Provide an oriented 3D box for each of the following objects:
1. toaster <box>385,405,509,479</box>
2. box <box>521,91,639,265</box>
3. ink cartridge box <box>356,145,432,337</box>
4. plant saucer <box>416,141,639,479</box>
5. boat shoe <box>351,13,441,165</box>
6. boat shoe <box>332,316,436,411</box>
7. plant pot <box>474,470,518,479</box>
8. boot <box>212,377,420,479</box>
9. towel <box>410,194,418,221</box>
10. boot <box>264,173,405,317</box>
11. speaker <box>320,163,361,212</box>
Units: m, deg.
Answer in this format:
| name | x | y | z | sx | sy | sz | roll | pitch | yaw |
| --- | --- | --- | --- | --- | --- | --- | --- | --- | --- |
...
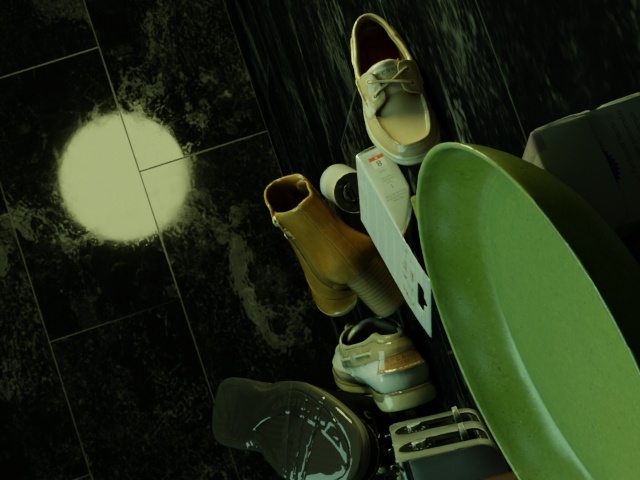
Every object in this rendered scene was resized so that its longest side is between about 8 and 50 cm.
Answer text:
| name | x | y | z | sx | sy | sz | roll | pitch | yaw |
| --- | --- | --- | --- | --- | --- | --- | --- | --- | --- |
| toaster | 0.145 | 0.274 | 1.343 | 0.168 | 0.110 | 0.185 | -74 | -34 | -85 |
| box | 0.141 | 0.014 | 0.769 | 0.324 | 0.063 | 0.067 | 87 | 162 | -73 |
| ink cartridge box | 0.097 | 0.000 | 1.451 | 0.179 | 0.045 | 0.145 | 59 | 169 | 27 |
| plant saucer | 0.118 | 0.058 | 0.624 | 0.241 | 0.037 | 0.241 | 157 | 90 | -78 |
| boat shoe | 0.059 | -0.137 | 1.151 | 0.059 | 0.063 | 0.170 | 68 | 180 | -47 |
| boat shoe | 0.081 | 0.155 | 1.805 | 0.302 | 0.113 | 0.103 | -172 | 66 | -74 |
| plant pot | 0.147 | 0.220 | 0.862 | 0.167 | 0.165 | 0.167 | 163 | 90 | -85 |
| boot | 0.041 | 0.287 | 1.912 | 0.377 | 0.284 | 0.138 | 1 | 80 | 56 |
| towel | 0.110 | -0.019 | 1.335 | 0.083 | 0.009 | 0.060 | 168 | 84 | -85 |
| boot | 0.000 | 0.001 | 1.762 | 0.211 | 0.104 | 0.295 | 49 | 169 | -13 |
| speaker | 0.034 | -0.070 | 1.746 | 0.136 | 0.055 | 0.055 | -134 | 27 | -80 |
